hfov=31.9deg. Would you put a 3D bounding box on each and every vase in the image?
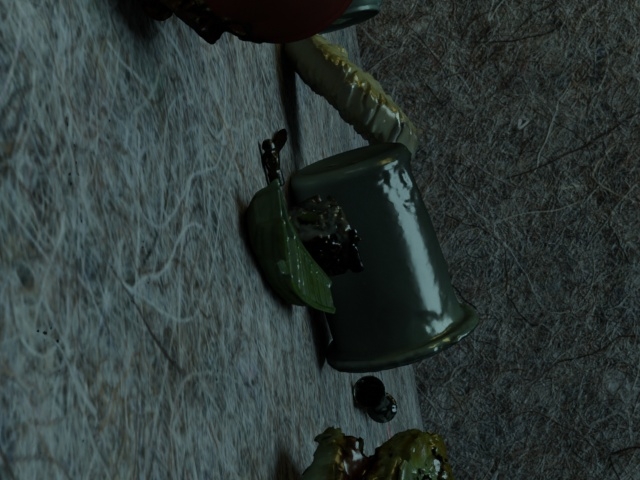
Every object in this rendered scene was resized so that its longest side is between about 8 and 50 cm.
[{"bbox_3d":[0.080,0.015,1.637,0.245,0.245,0.291,-64,138,-76],"label":"vase"},{"bbox_3d":[0.098,0.282,1.975,0.167,0.059,0.059,59,23,-69],"label":"vase"}]

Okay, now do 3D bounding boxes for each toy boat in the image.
[{"bbox_3d":[-0.037,0.022,1.341,0.293,0.055,0.093,63,18,-63],"label":"toy boat"}]

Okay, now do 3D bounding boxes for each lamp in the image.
[{"bbox_3d":[-0.069,-0.261,0.933,0.227,0.227,0.227,-9,90,-82],"label":"lamp"}]

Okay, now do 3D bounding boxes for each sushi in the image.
[{"bbox_3d":[-0.001,-0.001,1.473,0.098,0.094,0.084,-115,-173,-48],"label":"sushi"}]

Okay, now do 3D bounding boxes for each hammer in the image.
[{"bbox_3d":[-0.058,-0.121,1.501,0.178,0.021,0.065,-82,162,-73],"label":"hammer"}]

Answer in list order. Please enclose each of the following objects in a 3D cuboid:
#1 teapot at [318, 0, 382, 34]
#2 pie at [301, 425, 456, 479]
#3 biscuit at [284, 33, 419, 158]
[{"bbox_3d":[-0.009,-0.455,1.796,0.203,0.171,0.225,-17,91,-52],"label":"teapot"},{"bbox_3d":[0.068,0.423,1.208,0.395,0.180,0.418,74,17,-45],"label":"pie"},{"bbox_3d":[0.037,-0.240,1.716,0.281,0.084,0.179,47,4,28],"label":"biscuit"}]
